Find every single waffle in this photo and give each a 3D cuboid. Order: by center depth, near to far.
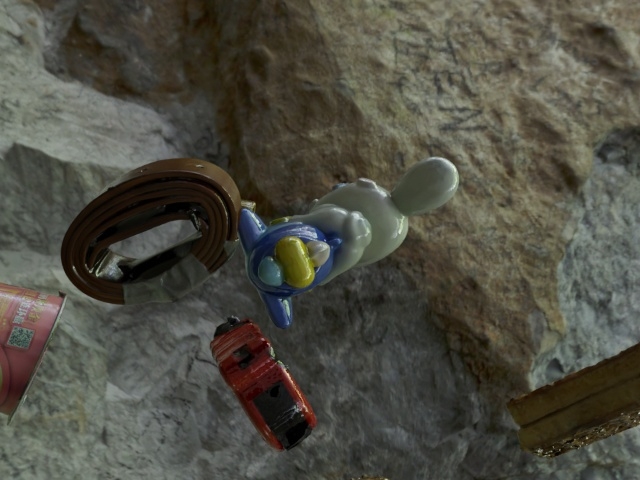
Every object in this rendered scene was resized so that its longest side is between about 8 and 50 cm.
[{"bbox_3d":[0.467,0.251,0.891,0.308,0.213,0.091,-30,-125,19],"label":"waffle"}]

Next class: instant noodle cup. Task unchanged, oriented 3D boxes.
[{"bbox_3d":[-0.590,0.155,0.936,0.255,0.244,0.244,27,-121,-22],"label":"instant noodle cup"}]

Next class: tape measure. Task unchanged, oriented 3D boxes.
[{"bbox_3d":[-0.111,0.282,1.106,0.114,0.253,0.260,-34,-81,-12],"label":"tape measure"}]

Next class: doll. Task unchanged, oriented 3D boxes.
[{"bbox_3d":[-0.005,-0.007,0.923,0.365,0.376,0.187,-28,-107,-36],"label":"doll"}]

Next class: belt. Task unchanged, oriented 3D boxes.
[{"bbox_3d":[-0.237,-0.009,0.809,0.261,0.184,0.105,-20,-160,4],"label":"belt"}]

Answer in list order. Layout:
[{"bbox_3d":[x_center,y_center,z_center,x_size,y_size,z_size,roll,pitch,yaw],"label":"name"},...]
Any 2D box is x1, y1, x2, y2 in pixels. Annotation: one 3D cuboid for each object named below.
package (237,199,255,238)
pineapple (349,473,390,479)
[{"bbox_3d":[-0.205,-0.041,1.438,0.071,0.131,0.047,8,-143,2],"label":"package"},{"bbox_3d":[0.051,0.552,1.125,0.157,0.278,0.158,15,-119,-29],"label":"pineapple"}]
